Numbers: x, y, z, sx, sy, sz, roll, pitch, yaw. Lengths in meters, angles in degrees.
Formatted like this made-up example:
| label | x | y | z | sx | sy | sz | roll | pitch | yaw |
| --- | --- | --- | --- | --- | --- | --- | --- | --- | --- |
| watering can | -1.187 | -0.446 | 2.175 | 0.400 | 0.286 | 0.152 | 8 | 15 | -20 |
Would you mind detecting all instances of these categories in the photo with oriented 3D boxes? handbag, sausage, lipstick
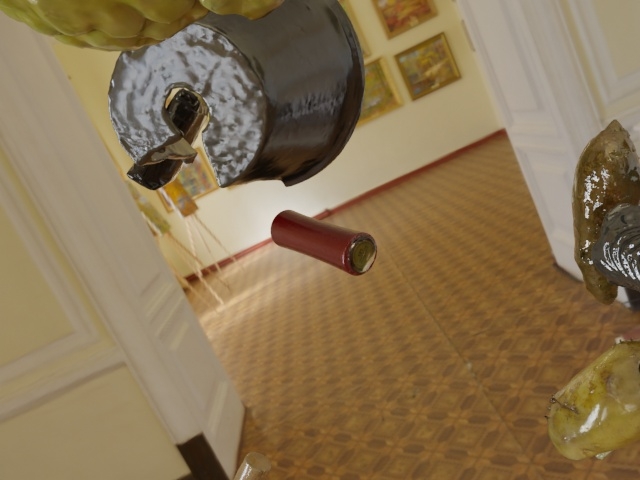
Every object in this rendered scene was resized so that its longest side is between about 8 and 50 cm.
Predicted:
| label | x | y | z | sx | sy | sz | roll | pitch | yaw |
| --- | --- | --- | --- | --- | --- | --- | --- | --- | --- |
| handbag | -0.311 | -0.218 | 1.268 | 0.223 | 0.080 | 0.247 | -56 | 10 | 6 |
| sausage | -0.173 | 0.564 | 1.196 | 0.065 | 0.301 | 0.066 | 18 | 16 | -5 |
| lipstick | 0.000 | 0.000 | 1.085 | 0.080 | 0.080 | 0.241 | -32 | 31 | -28 |

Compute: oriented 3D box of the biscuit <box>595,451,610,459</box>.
| label | x | y | z | sx | sy | sz | roll | pitch | yaw |
| --- | --- | --- | --- | --- | --- | --- | --- | --- | --- |
| biscuit | 0.660 | 0.344 | 1.241 | 0.252 | 0.052 | 0.150 | -58 | -19 | 15 |

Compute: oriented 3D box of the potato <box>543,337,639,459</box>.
| label | x | y | z | sx | sy | sz | roll | pitch | yaw |
| --- | --- | --- | --- | --- | --- | --- | --- | --- | --- |
| potato | 0.527 | 0.282 | 1.047 | 0.300 | 0.140 | 0.173 | -50 | -9 | 35 |

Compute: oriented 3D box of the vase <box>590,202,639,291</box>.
| label | x | y | z | sx | sy | sz | roll | pitch | yaw |
| --- | --- | --- | --- | --- | --- | --- | --- | --- | --- |
| vase | 0.370 | 0.047 | 0.558 | 0.115 | 0.115 | 0.237 | -24 | 22 | 6 |

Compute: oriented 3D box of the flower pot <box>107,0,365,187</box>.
| label | x | y | z | sx | sy | sz | roll | pitch | yaw |
| --- | --- | --- | --- | --- | --- | --- | --- | --- | --- |
| flower pot | -0.140 | -0.222 | 0.835 | 0.379 | 0.379 | 0.251 | -20 | 16 | 23 |

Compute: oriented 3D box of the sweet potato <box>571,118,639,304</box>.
| label | x | y | z | sx | sy | sz | roll | pitch | yaw |
| --- | --- | --- | --- | --- | --- | --- | --- | --- | --- |
| sweet potato | 0.582 | -0.032 | 1.198 | 0.130 | 0.423 | 0.130 | -9 | 23 | 4 |

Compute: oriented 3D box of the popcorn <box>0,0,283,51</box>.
| label | x | y | z | sx | sy | sz | roll | pitch | yaw |
| --- | --- | --- | --- | --- | --- | --- | --- | --- | --- |
| popcorn | -0.119 | -0.228 | 0.332 | 0.206 | 0.251 | 0.237 | -136 | 70 | -87 |
